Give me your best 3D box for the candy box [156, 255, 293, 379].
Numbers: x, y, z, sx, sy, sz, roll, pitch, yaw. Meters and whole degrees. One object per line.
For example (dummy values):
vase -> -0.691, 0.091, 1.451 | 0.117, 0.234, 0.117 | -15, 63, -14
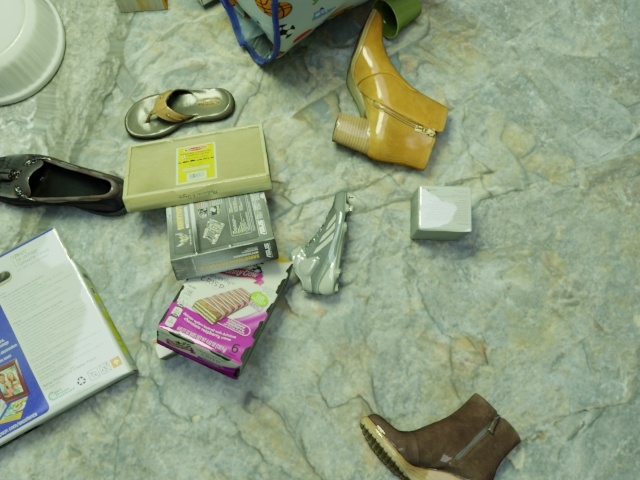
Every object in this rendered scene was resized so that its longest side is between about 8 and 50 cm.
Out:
candy box -> -0.166, 0.108, 1.193 | 0.159, 0.071, 0.233 | 24, 52, 2

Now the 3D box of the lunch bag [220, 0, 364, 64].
lunch bag -> -0.019, -0.507, 1.201 | 0.328, 0.385, 0.239 | -35, 79, -7

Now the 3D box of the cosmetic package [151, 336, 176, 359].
cosmetic package -> -0.246, 0.178, 1.229 | 0.115, 0.060, 0.041 | -23, 80, -8

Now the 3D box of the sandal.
sandal -> -0.278, -0.259, 1.310 | 0.220, 0.060, 0.089 | -10, 80, -4

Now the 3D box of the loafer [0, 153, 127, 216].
loafer -> -0.510, -0.115, 1.256 | 0.303, 0.095, 0.109 | 9, 79, 0

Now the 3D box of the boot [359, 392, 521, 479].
boot -> 0.217, 0.353, 1.215 | 0.248, 0.090, 0.207 | 43, 69, 7

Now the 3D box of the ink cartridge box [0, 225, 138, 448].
ink cartridge box -> -0.542, 0.181, 1.217 | 0.304, 0.072, 0.307 | -29, 79, -6

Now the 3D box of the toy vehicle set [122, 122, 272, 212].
toy vehicle set -> -0.230, -0.139, 1.251 | 0.267, 0.035, 0.166 | -9, 44, -1

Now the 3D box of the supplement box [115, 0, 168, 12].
supplement box -> -0.364, -0.495, 1.351 | 0.099, 0.062, 0.036 | -5, 80, -4

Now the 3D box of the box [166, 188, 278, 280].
box -> -0.185, -0.043, 1.216 | 0.183, 0.056, 0.231 | -13, 46, -5

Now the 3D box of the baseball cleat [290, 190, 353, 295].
baseball cleat -> 0.000, 0.000, 1.267 | 0.110, 0.072, 0.205 | 7, 75, 6

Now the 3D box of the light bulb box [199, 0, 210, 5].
light bulb box -> -0.186, -0.734, 1.314 | 0.361, 0.225, 0.357 | -33, 78, -8

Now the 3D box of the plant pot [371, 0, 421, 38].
plant pot -> 0.162, -0.466, 1.362 | 0.079, 0.083, 0.083 | -31, 82, -20

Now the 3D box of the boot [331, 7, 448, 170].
boot -> 0.154, -0.295, 1.321 | 0.211, 0.104, 0.294 | 14, 84, -5

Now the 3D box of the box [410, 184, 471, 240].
box -> 0.227, -0.050, 1.267 | 0.102, 0.101, 0.087 | 3, 80, -1

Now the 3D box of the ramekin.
ramekin -> -0.649, -0.408, 1.291 | 0.273, 0.127, 0.272 | 0, 79, -2
